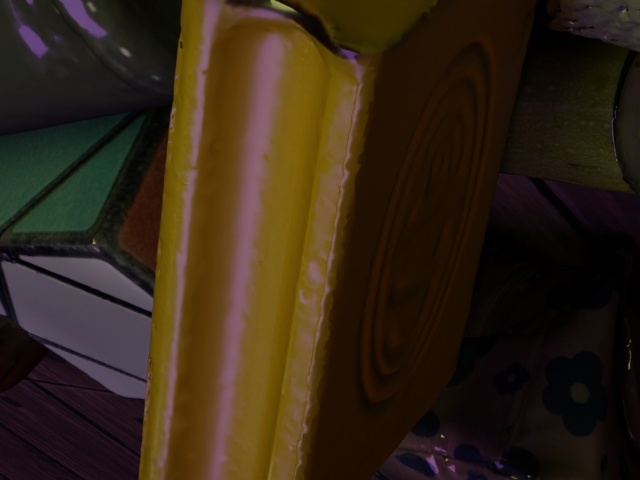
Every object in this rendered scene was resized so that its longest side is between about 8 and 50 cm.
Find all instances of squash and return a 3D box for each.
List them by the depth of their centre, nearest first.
[{"bbox_3d":[0.104,-0.078,0.954,0.188,0.095,0.095,11,157,41],"label":"squash"}]

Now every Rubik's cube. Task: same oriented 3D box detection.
[{"bbox_3d":[-0.086,-0.031,1.096,0.205,0.205,0.207,-1,150,47],"label":"Rubik's cube"}]

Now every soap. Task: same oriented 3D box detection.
[{"bbox_3d":[0.012,-0.020,0.860,0.096,0.204,0.324,25,133,19],"label":"soap"}]

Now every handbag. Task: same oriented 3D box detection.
[{"bbox_3d":[0.151,0.118,1.229,0.190,0.193,0.251,11,156,35],"label":"handbag"}]

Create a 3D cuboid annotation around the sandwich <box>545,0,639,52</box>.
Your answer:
[{"bbox_3d":[0.220,-0.116,0.734,0.251,0.087,0.226,20,158,9],"label":"sandwich"}]

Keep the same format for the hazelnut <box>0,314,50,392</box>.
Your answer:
[{"bbox_3d":[-0.247,-0.003,1.322,0.229,0.229,0.229,20,159,8],"label":"hazelnut"}]

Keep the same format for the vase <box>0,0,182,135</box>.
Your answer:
[{"bbox_3d":[-0.161,-0.139,0.896,0.291,0.245,0.245,-1,149,37],"label":"vase"}]
